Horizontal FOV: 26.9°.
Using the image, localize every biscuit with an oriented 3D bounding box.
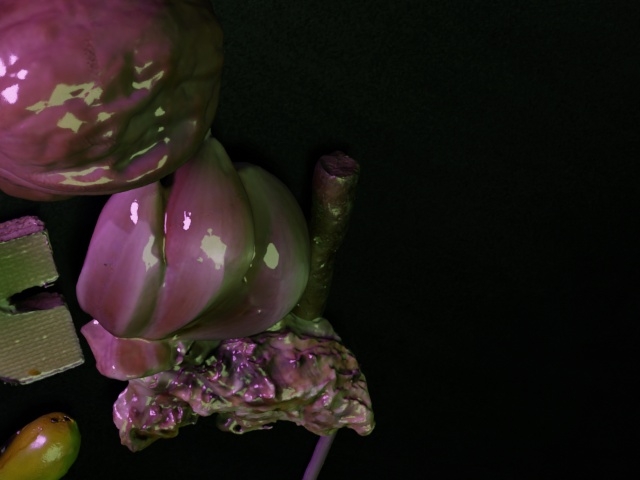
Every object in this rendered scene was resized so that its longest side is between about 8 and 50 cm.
[{"bbox_3d":[-0.363,0.079,1.546,0.147,0.046,0.250,-20,138,-11],"label":"biscuit"}]

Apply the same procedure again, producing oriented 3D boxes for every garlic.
[{"bbox_3d":[-0.137,0.031,1.564,0.279,0.132,0.325,3,135,-39],"label":"garlic"}]

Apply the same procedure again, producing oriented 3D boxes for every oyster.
[{"bbox_3d":[-0.087,0.199,1.767,0.351,0.114,0.238,15,125,-20],"label":"oyster"}]

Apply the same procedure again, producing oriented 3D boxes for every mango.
[{"bbox_3d":[-0.373,0.290,1.739,0.091,0.074,0.165,19,121,-43],"label":"mango"}]

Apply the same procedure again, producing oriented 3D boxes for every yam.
[{"bbox_3d":[0.000,0.000,1.658,0.061,0.061,0.252,-8,136,-22],"label":"yam"}]

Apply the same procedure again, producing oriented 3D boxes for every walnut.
[{"bbox_3d":[-0.222,-0.154,1.243,0.273,0.273,0.227,-20,104,-10],"label":"walnut"}]

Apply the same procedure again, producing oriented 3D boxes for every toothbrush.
[{"bbox_3d":[-0.020,0.384,2.066,0.024,0.029,0.354,-3,133,-27],"label":"toothbrush"}]
